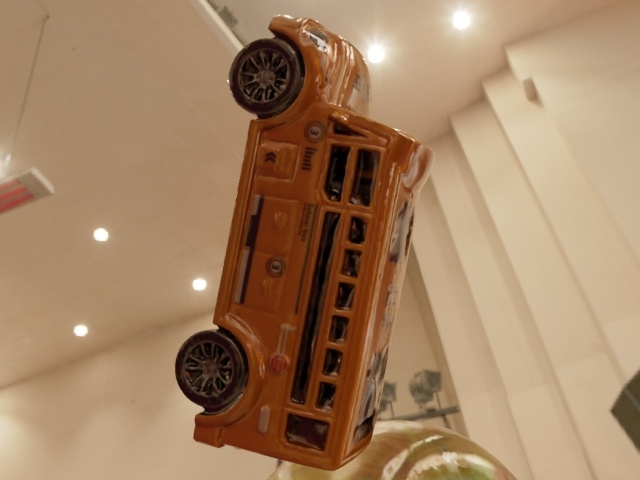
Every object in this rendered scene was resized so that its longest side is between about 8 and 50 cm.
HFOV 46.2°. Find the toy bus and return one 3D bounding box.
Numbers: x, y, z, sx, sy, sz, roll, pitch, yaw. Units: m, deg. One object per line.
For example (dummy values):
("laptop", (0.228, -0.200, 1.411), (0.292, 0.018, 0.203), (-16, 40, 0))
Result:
("toy bus", (0.000, 0.000, 0.351), (0.088, 0.195, 0.083), (11, 1, 18))

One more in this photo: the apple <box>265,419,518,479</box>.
("apple", (0.048, 0.260, 0.538), (0.246, 0.246, 0.226), (20, -49, -27))
